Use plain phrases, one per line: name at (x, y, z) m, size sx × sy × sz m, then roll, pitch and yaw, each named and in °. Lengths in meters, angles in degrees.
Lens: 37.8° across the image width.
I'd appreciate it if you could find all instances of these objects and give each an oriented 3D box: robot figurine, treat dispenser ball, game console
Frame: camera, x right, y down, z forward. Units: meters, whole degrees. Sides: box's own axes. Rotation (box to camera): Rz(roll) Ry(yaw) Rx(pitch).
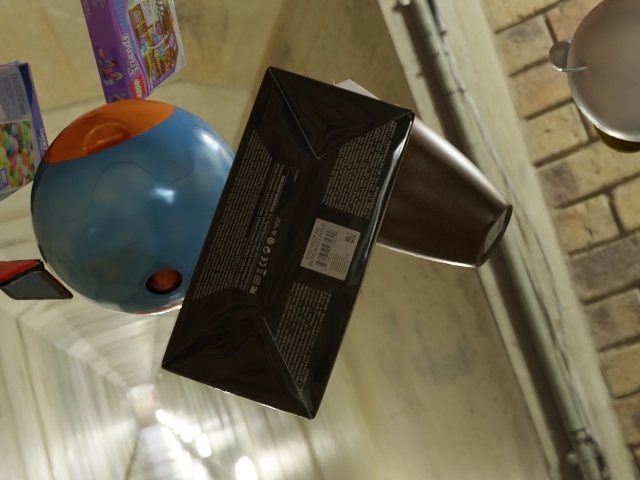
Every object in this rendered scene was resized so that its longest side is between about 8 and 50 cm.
robot figurine at (0.467, -0.251, 1.268) m, size 0.300 × 0.200 × 0.353 m, roll 9°, pitch 25°, yaw 41°
treat dispenser ball at (-0.239, -0.043, 1.252) m, size 0.288 × 0.288 × 0.288 m, roll -18°, pitch -10°, yaw -3°
game console at (-0.472, 0.076, 1.412) m, size 0.144 × 0.085 × 0.124 m, roll -4°, pitch 20°, yaw 31°

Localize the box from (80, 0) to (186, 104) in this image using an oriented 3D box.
box at (-0.328, -0.401, 1.616) m, size 0.057 × 0.293 × 0.201 m, roll 6°, pitch 33°, yaw 21°

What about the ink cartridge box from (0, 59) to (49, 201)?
ink cartridge box at (-0.507, -0.169, 1.466) m, size 0.065 × 0.186 × 0.311 m, roll -4°, pitch 20°, yaw 10°

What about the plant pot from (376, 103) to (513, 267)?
plant pot at (0.164, -0.061, 1.411) m, size 0.215 × 0.230 × 0.215 m, roll -48°, pitch -25°, yaw -30°

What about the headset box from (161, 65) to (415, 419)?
headset box at (-0.020, 0.022, 0.746) m, size 0.110 × 0.218 × 0.293 m, roll 18°, pitch -9°, yaw 3°

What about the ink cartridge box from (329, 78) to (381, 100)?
ink cartridge box at (0.050, -0.197, 1.566) m, size 0.090 × 0.143 × 0.092 m, roll -34°, pitch -27°, yaw -50°

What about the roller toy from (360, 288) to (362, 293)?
roller toy at (0.000, 0.000, 1.752) m, size 0.146 × 0.209 × 0.191 m, roll -27°, pitch -36°, yaw -8°

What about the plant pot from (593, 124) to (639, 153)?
plant pot at (0.546, -0.215, 1.595) m, size 0.134 × 0.134 × 0.095 m, roll -27°, pitch -14°, yaw 39°
